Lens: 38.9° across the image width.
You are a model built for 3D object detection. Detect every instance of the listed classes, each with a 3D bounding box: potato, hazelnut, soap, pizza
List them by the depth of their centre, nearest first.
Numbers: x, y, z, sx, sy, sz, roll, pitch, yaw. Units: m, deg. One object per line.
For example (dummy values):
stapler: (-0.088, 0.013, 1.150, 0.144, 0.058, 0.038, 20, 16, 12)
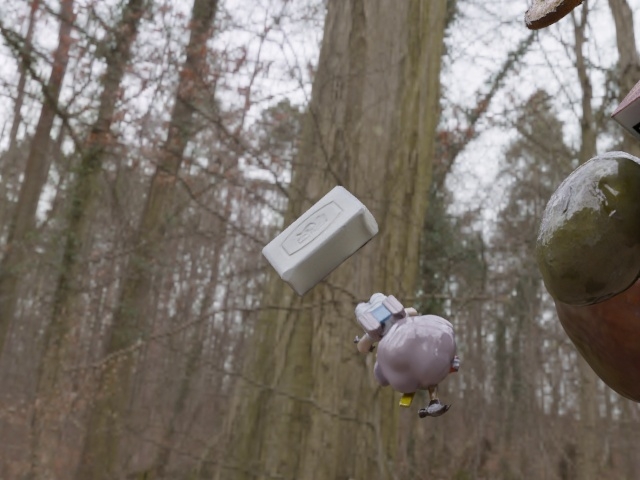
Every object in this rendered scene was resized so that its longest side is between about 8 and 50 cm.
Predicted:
potato: (0.398, -0.016, 1.299, 0.160, 0.235, 0.178, 20, 0, 20)
pizza: (0.416, -0.454, 1.530, 0.052, 0.195, 0.185, 20, -17, -20)
soap: (0.000, 0.000, 1.545, 0.183, 0.121, 0.064, -40, -58, -2)
hazelnut: (0.633, 0.123, 1.701, 0.359, 0.359, 0.409, 3, -24, 4)

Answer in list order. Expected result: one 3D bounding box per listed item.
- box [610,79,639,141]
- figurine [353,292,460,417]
box: (0.607, -0.146, 1.117, 0.344, 0.122, 0.385, 41, -17, 1)
figurine: (0.126, 0.150, 1.330, 0.137, 0.229, 0.112, -27, -50, -14)
